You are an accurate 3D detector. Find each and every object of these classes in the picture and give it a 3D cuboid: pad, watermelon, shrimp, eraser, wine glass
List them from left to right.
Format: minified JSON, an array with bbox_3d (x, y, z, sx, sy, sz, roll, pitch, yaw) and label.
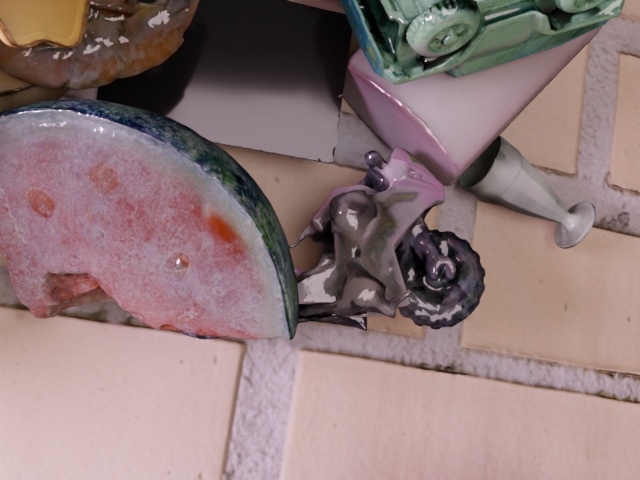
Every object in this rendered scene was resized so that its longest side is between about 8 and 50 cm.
[{"bbox_3d":[-0.172,-0.255,0.734,0.178,0.075,0.289,32,73,-24],"label":"shrimp"},{"bbox_3d":[-0.155,-0.008,0.758,0.318,0.148,0.226,32,112,0],"label":"watermelon"},{"bbox_3d":[-0.093,-0.176,0.865,0.243,0.004,0.164,10,82,-8],"label":"pad"},{"bbox_3d":[0.167,-0.209,0.948,0.174,0.095,0.270,43,70,5],"label":"eraser"},{"bbox_3d":[0.237,-0.053,0.986,0.155,0.073,0.073,32,75,-21],"label":"wine glass"}]

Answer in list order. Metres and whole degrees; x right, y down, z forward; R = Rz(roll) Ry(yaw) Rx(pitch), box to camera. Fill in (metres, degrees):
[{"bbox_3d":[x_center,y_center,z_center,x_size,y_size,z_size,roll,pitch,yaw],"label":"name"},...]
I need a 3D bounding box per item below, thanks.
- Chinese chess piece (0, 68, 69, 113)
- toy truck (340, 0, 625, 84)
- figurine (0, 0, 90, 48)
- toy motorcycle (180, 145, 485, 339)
[{"bbox_3d":[-0.315,-0.225,0.757,0.249,0.103,0.250,2,85,-23],"label":"Chinese chess piece"},{"bbox_3d":[0.160,-0.250,0.829,0.278,0.156,0.155,-19,70,-11],"label":"toy truck"},{"bbox_3d":[-0.310,-0.178,0.596,0.257,0.208,0.181,-2,56,13],"label":"figurine"},{"bbox_3d":[0.000,0.000,0.857,0.327,0.143,0.188,-2,78,-7],"label":"toy motorcycle"}]
